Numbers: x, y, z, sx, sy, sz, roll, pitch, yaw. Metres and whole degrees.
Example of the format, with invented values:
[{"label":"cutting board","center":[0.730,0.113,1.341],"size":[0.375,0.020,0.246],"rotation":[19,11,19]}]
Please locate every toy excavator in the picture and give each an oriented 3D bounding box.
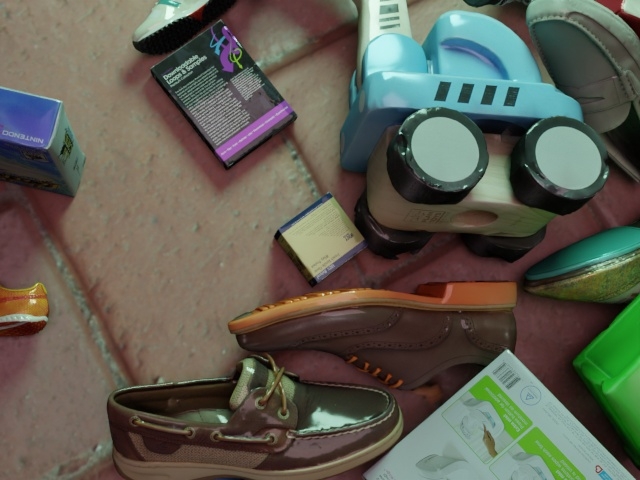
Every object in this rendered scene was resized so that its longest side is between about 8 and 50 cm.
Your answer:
[{"label":"toy excavator","center":[0.107,-0.219,1.171],"size":[0.433,0.222,0.445],"rotation":[4,68,-10]}]

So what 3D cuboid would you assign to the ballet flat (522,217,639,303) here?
[{"label":"ballet flat","center":[0.430,0.017,1.215],"size":[0.349,0.123,0.123],"rotation":[-28,86,-12]}]

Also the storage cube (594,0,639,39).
[{"label":"storage cube","center":[0.451,-0.308,1.222],"size":[0.215,0.193,0.183],"rotation":[21,79,-6]}]

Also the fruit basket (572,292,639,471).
[{"label":"fruit basket","center":[0.540,0.179,1.112],"size":[0.392,0.283,0.391],"rotation":[0,95,2]}]

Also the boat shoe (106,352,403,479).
[{"label":"boat shoe","center":[-0.075,0.196,1.074],"size":[0.342,0.123,0.123],"rotation":[-4,119,1]}]

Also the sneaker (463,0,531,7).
[{"label":"sneaker","center":[0.274,-0.331,1.223],"size":[0.132,0.086,0.228],"rotation":[50,47,-10]}]

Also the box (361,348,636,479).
[{"label":"box","center":[0.221,0.302,1.060],"size":[0.231,0.127,0.262],"rotation":[-41,61,-4]}]

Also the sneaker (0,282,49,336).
[{"label":"sneaker","center":[-0.412,0.081,1.108],"size":[0.175,0.064,0.067],"rotation":[0,62,-14]}]

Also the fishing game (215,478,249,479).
[{"label":"fishing game","center":[-0.090,0.312,1.038],"size":[0.189,0.041,0.264],"rotation":[-19,43,-21]}]

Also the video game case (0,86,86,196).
[{"label":"video game case","center":[-0.412,-0.125,1.037],"size":[0.270,0.244,0.061],"rotation":[13,81,-6]}]

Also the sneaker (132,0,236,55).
[{"label":"sneaker","center":[-0.184,-0.305,1.203],"size":[0.161,0.057,0.075],"rotation":[-38,72,-11]}]

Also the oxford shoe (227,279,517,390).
[{"label":"oxford shoe","center":[0.071,0.122,1.135],"size":[0.364,0.130,0.132],"rotation":[-3,88,-9]}]

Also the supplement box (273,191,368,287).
[{"label":"supplement box","center":[0.000,0.000,1.175],"size":[0.083,0.056,0.083],"rotation":[-37,88,-12]}]

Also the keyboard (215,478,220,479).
[{"label":"keyboard","center":[-0.192,0.340,1.114],"size":[0.192,0.038,0.100],"rotation":[-29,110,-13]}]

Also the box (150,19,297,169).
[{"label":"box","center":[-0.124,-0.188,1.200],"size":[0.116,0.029,0.162],"rotation":[-37,90,-13]}]

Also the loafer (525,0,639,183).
[{"label":"loafer","center":[0.357,-0.187,1.171],"size":[0.319,0.112,0.111],"rotation":[35,68,-34]}]
